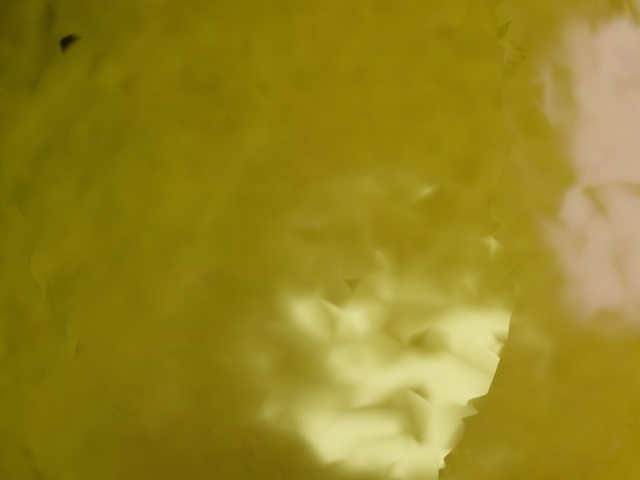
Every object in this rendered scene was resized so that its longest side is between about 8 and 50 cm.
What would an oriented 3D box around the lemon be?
[{"bbox_3d":[0.000,0.000,0.605,0.364,0.364,0.364,-12,90,-77],"label":"lemon"}]
